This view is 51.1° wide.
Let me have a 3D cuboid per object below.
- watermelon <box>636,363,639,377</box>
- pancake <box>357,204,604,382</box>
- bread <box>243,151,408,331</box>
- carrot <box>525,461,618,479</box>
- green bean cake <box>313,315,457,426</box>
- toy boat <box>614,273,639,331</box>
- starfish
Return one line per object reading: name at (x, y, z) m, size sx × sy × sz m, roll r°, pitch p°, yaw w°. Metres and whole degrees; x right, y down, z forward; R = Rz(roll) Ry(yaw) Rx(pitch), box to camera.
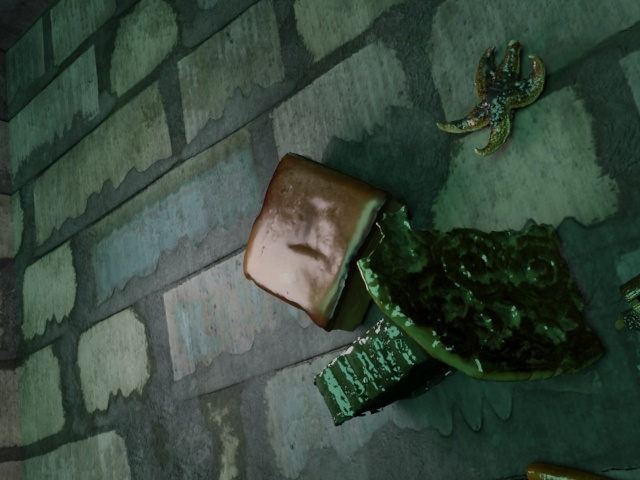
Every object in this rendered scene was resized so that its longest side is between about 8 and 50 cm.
watermelon at (0.571, 0.261, 0.940) m, size 0.212 × 0.201 × 0.262 m, roll -28°, pitch 61°, yaw 23°
pancake at (0.270, 0.093, 1.164) m, size 0.067 × 0.426 × 0.305 m, roll 107°, pitch 168°, yaw -62°
bread at (0.000, 0.000, 1.498) m, size 0.333 × 0.143 × 0.324 m, roll 26°, pitch 98°, yaw 40°
carrot at (0.460, 0.407, 1.108) m, size 0.247 × 0.043 × 0.043 m, roll -1°, pitch 81°, yaw 37°
green bean cake at (0.138, 0.236, 1.274) m, size 0.255 × 0.241 × 0.132 m, roll -43°, pitch 66°, yaw 28°
toy boat at (0.564, 0.068, 1.059) m, size 0.226 × 0.068 × 0.088 m, roll -42°, pitch 77°, yaw 29°
starfish at (0.340, -0.276, 1.324) m, size 0.216 × 0.071 × 0.238 m, roll -10°, pitch 65°, yaw 43°
